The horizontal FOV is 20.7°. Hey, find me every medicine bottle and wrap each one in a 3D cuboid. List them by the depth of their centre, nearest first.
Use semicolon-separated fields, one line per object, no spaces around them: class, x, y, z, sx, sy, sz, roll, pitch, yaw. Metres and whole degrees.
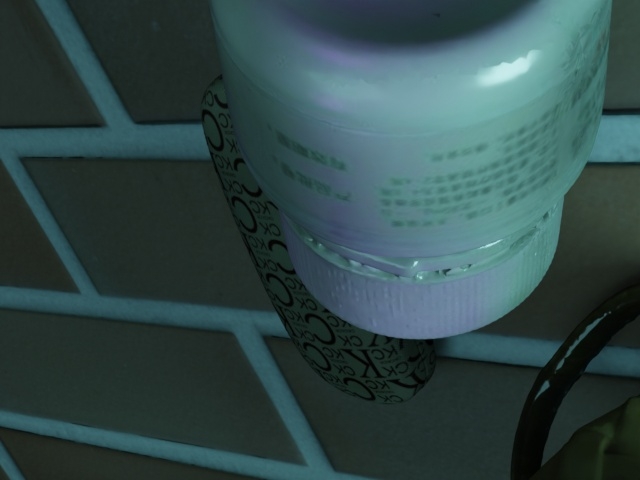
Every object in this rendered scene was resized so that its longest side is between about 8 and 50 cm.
medicine bottle;0.065;-0.102;1.192;0.256;0.256;0.325;28;153;23

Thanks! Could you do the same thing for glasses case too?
glasses case;0.000;0.000;1.526;0.137;0.085;0.354;11;135;41

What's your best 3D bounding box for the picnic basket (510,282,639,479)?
picnic basket;0.258;0.179;1.304;0.337;0.337;0.293;39;118;8
